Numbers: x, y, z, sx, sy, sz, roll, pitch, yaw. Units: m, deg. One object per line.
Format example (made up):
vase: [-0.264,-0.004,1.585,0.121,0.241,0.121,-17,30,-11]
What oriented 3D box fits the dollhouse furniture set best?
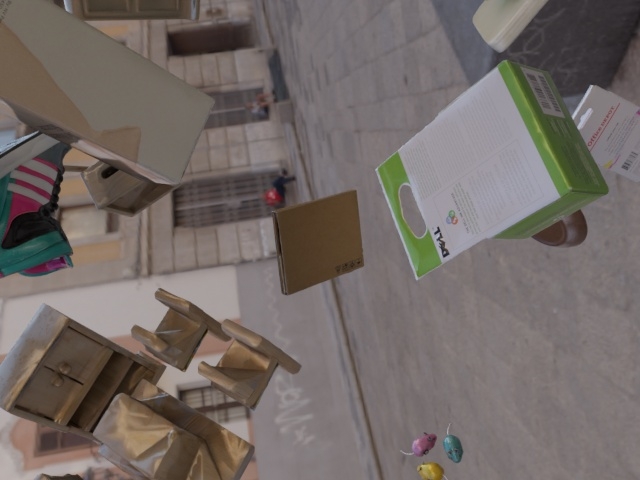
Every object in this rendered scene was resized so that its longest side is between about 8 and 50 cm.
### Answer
dollhouse furniture set: [-0.256,0.274,0.985,0.362,0.394,0.256,-60,-34,-15]

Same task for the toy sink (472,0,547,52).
toy sink: [0.189,-0.323,0.628,0.234,0.131,0.153,-51,13,26]

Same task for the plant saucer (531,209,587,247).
plant saucer: [0.486,-0.053,1.462,0.198,0.036,0.198,43,162,17]

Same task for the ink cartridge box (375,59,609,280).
ink cartridge box: [0.211,-0.083,0.888,0.255,0.097,0.188,-37,64,43]

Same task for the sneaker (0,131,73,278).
sneaker: [-0.395,-0.042,0.924,0.178,0.124,0.295,64,-151,-24]

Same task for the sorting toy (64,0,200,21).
sorting toy: [-0.304,-0.476,1.064,0.307,0.229,0.041,112,152,-58]

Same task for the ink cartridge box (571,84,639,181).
ink cartridge box: [0.455,-0.175,1.060,0.104,0.181,0.061,-63,25,19]

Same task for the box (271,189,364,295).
box: [0.000,0.000,1.290,0.021,0.201,0.164,12,114,50]

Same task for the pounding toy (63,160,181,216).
pounding toy: [-0.339,-0.108,1.120,0.100,0.141,0.130,60,-171,12]

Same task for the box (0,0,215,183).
box: [-0.301,-0.187,0.794,0.148,0.311,0.121,10,76,56]

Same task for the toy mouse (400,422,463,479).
toy mouse: [0.250,0.446,1.443,0.161,0.143,0.031,6,140,45]
